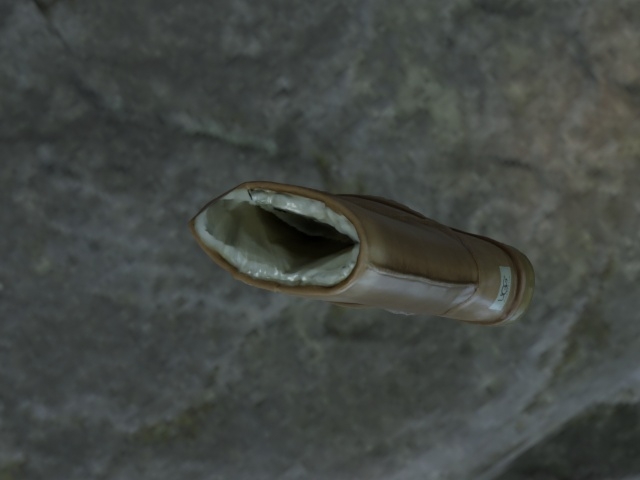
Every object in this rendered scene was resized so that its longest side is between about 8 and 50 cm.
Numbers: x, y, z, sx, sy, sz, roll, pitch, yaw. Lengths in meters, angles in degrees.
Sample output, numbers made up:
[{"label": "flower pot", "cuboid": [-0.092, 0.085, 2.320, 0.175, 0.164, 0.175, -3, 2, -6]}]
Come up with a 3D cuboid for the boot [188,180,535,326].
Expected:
[{"label": "boot", "cuboid": [0.000, 0.000, 1.094, 0.236, 0.089, 0.269, 7, 178, 33]}]
